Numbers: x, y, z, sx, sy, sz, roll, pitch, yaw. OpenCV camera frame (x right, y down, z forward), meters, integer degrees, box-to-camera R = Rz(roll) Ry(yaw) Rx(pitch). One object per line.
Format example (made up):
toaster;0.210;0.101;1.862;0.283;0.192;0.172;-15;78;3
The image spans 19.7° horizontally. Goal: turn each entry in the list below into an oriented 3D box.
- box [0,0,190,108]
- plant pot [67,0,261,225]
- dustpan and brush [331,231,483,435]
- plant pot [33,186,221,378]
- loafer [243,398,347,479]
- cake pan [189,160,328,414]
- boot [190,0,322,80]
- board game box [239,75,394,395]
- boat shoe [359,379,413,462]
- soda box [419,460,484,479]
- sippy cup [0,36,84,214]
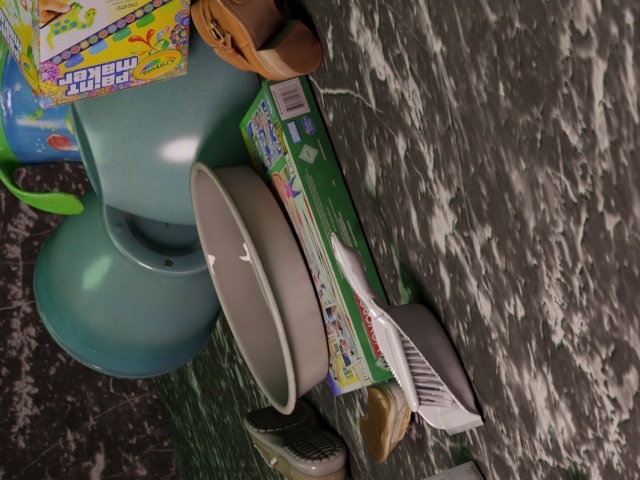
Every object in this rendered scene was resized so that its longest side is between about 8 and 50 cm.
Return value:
box;-0.274;-0.351;1.990;0.290;0.177;0.279;56;152;37
plant pot;-0.185;-0.136;2.170;0.290;0.195;0.290;161;90;-78
dustpan and brush;0.070;0.083;1.679;0.147;0.060;0.211;131;119;-76
plant pot;-0.235;0.018;2.524;0.271;0.271;0.255;68;153;18
loafer;-0.032;0.273;2.338;0.251;0.094;0.087;-141;39;-68
cake pan;-0.066;0.044;2.007;0.293;0.054;0.293;160;90;-77
boot;-0.090;-0.233;1.771;0.197;0.073;0.152;58;161;-19
board game box;0.000;0.000;1.908;0.213;0.046;0.317;140;111;-76
boat shoe;0.072;0.182;1.860;0.050;0.045;0.135;58;160;22
soda box;0.129;0.306;1.734;0.216;0.069;0.074;85;162;-46
sippy cup;-0.292;-0.195;2.399;0.240;0.224;0.305;-26;-56;-66
